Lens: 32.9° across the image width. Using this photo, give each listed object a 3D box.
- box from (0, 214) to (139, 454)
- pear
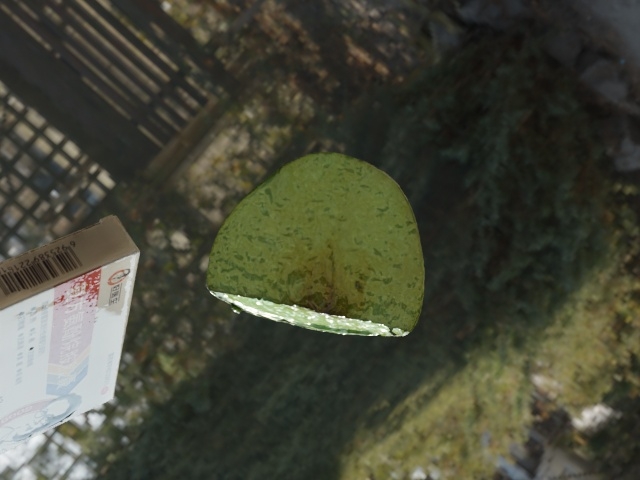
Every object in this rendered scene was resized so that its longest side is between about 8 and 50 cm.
[{"bbox_3d":[-0.335,0.130,1.278,0.069,0.214,0.353,52,147,20],"label":"box"},{"bbox_3d":[0.003,0.001,1.500,0.288,0.239,0.139,12,170,-1],"label":"pear"}]
